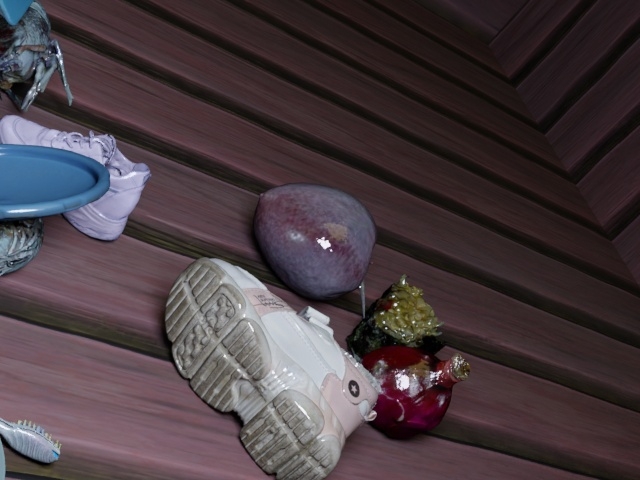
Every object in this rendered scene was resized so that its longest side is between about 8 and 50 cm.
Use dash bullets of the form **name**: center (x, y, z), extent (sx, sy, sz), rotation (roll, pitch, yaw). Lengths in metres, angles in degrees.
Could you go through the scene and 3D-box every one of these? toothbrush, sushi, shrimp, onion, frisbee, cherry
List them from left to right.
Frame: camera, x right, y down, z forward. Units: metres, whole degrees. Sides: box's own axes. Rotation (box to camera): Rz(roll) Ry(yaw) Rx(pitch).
- **toothbrush**: center (-0.470, 0.137, 1.271), extent (0.413, 0.035, 0.042), rotation (36, 7, -14)
- **shrimp**: center (-0.422, 0.013, 1.460), extent (0.090, 0.079, 0.233), rotation (5, 16, 14)
- **frisbee**: center (-0.426, -0.069, 1.507), extent (0.289, 0.049, 0.289), rotation (5, 21, -2)
- **shrimp**: center (-0.464, -0.282, 1.772), extent (0.172, 0.137, 0.372), rotation (15, 32, -15)
- **cherry**: center (0.000, 0.000, 1.946), extent (0.266, 0.183, 0.213), rotation (40, 23, -11)
- **sushi**: center (0.142, 0.160, 1.981), extent (0.147, 0.115, 0.212), rotation (45, 26, 7)
- **onion**: center (0.153, 0.243, 1.799), extent (0.173, 0.198, 0.135), rotation (25, 61, -37)

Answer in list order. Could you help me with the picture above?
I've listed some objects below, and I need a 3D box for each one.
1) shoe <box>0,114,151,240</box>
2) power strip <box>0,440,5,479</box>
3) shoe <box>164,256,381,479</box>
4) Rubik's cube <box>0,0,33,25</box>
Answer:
- **shoe**: center (-0.368, -0.119, 1.674), extent (0.245, 0.137, 0.095), rotation (40, 22, -5)
- **power strip**: center (-0.412, 0.227, 1.174), extent (0.167, 0.054, 0.253), rotation (31, 34, -29)
- **shoe**: center (-0.068, 0.169, 1.610), extent (0.351, 0.172, 0.198), rotation (57, 38, 3)
- **Rubik's cube**: center (-0.589, -0.359, 1.507), extent (0.358, 0.368, 0.387), rotation (46, 20, -34)
